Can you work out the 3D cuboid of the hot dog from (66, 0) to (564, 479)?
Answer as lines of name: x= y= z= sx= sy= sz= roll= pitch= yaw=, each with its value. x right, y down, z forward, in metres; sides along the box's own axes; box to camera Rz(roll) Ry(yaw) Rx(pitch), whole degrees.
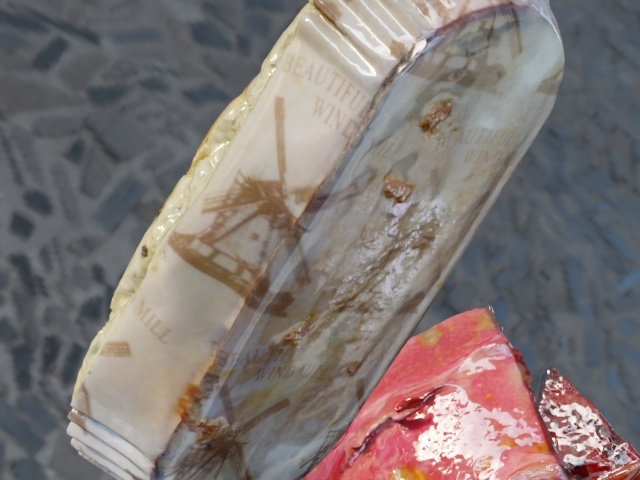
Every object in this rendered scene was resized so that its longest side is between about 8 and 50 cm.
hot dog: x=0.000 y=0.000 z=0.625 sx=0.144 sy=0.268 sz=0.075 roll=5 pitch=35 yaw=-50

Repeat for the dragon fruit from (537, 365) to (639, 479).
dragon fruit: x=0.194 y=0.178 z=1.212 sx=0.122 sy=0.092 sz=0.192 roll=45 pitch=3 yaw=25

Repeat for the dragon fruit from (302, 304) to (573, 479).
dragon fruit: x=0.072 y=0.187 z=0.878 sx=0.163 sy=0.189 sz=0.261 roll=-58 pitch=138 yaw=-58
